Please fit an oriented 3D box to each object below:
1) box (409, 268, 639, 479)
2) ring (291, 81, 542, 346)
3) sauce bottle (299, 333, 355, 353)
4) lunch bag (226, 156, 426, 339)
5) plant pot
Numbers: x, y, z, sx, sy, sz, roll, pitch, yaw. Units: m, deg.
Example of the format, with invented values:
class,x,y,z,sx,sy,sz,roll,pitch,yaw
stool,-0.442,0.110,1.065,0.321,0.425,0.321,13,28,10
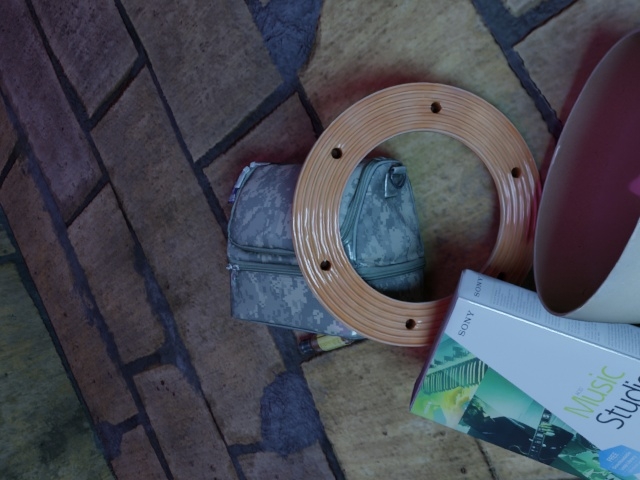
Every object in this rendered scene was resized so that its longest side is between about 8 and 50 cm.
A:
class,x,y,z,sx,sy,sz,roll,pitch,yaw
box,0.287,0.181,0.686,0.321,0.058,0.232,19,132,11
ring,0.127,-0.029,0.740,0.032,0.336,0.337,-149,49,-76
sauce bottle,0.010,0.180,1.048,0.128,0.042,0.042,-25,86,44
lunch bag,0.000,0.000,0.899,0.305,0.212,0.256,4,95,41
plant pot,0.354,-0.041,0.560,0.190,0.284,0.284,14,116,5
